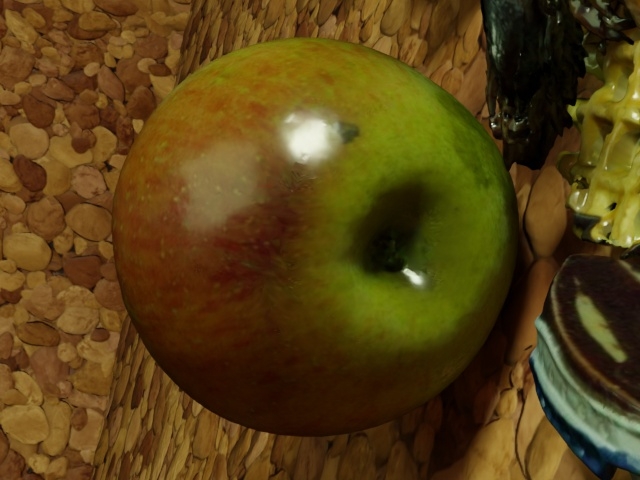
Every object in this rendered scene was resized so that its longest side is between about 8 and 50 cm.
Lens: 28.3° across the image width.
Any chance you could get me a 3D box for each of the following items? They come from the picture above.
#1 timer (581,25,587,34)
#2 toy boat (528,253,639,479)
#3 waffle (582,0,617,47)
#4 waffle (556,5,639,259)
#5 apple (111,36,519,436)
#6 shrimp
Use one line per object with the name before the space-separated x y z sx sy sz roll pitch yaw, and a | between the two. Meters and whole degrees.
timer | 0.182 -0.362 0.856 0.376 0.376 0.387 143 129 -61
toy boat | 0.192 0.099 0.760 0.262 0.114 0.115 -110 9 -63
waffle | 0.205 -0.205 1.103 0.148 0.042 0.102 -138 66 -71
waffle | 0.253 -0.097 0.831 0.312 0.060 0.307 -45 30 55
apple | 0.000 0.000 1.060 0.339 0.339 0.339 -162 90 -72
shrimp | 0.173 -0.111 0.811 0.222 0.054 0.290 52 160 29
